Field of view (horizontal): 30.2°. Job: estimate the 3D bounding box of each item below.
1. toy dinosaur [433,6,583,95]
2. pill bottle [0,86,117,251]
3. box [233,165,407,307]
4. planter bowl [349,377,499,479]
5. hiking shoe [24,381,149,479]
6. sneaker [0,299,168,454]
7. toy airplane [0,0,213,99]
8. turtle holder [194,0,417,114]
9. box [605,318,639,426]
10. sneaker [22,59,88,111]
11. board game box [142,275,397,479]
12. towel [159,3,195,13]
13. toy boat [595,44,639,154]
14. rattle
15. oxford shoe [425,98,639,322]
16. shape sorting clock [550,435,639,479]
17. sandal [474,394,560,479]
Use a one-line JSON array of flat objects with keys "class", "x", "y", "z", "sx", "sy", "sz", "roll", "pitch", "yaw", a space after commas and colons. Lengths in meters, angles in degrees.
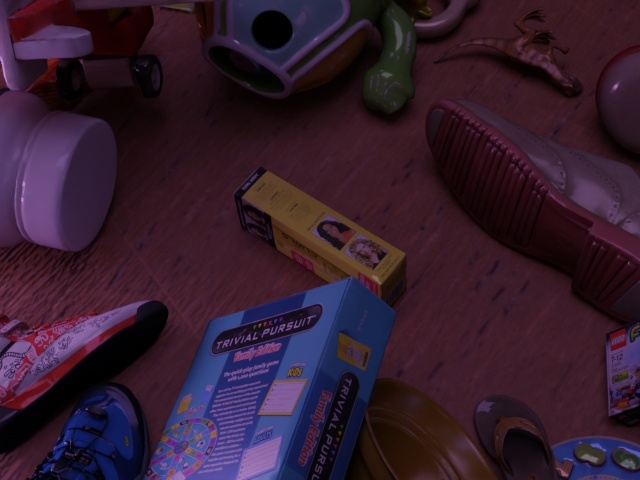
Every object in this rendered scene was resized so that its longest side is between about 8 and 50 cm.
[{"class": "toy dinosaur", "x": 0.279, "y": -0.274, "z": 1.674, "sx": 0.212, "sy": 0.064, "sz": 0.112, "roll": 23, "pitch": 61, "yaw": 18}, {"class": "pill bottle", "x": -0.459, "y": -0.104, "z": 1.507, "sx": 0.361, "sy": 0.204, "sz": 0.204, "roll": 13, "pitch": 57, "yaw": 11}, {"class": "box", "x": 0.000, "y": 0.000, "z": 1.486, "sx": 0.232, "sy": 0.087, "sz": 0.058, "roll": 32, "pitch": 65, "yaw": 21}, {"class": "planter bowl", "x": 0.097, "y": 0.260, "z": 1.270, "sx": 0.090, "sy": 0.217, "sz": 0.217, "roll": -45, "pitch": 56, "yaw": 21}, {"class": "hiking shoe", "x": -0.266, "y": 0.277, "z": 1.277, "sx": 0.113, "sy": 0.132, "sz": 0.304, "roll": 10, "pitch": 56, "yaw": 9}, {"class": "sneaker", "x": -0.326, "y": 0.120, "z": 1.414, "sx": 0.270, "sy": 0.090, "sz": 0.145, "roll": -37, "pitch": 64, "yaw": -18}, {"class": "toy airplane", "x": -0.318, "y": -0.314, "z": 1.452, "sx": 0.386, "sy": 0.272, "sz": 0.384, "roll": -3, "pitch": 6, "yaw": -32}, {"class": "turtle holder", "x": -0.029, "y": -0.305, "z": 1.635, "sx": 0.243, "sy": 0.320, "sz": 0.227, "roll": 5, "pitch": 63, "yaw": 50}, {"class": "box", "x": 0.412, "y": 0.124, "z": 1.323, "sx": 0.036, "sy": 0.207, "sz": 0.114, "roll": 28, "pitch": 50, "yaw": -28}, {"class": "sneaker", "x": -0.373, "y": -0.227, "z": 1.685, "sx": 0.067, "sy": 0.064, "sz": 0.175, "roll": 24, "pitch": 51, "yaw": 36}, {"class": "board game box", "x": -0.074, "y": 0.218, "z": 1.252, "sx": 0.254, "sy": 0.079, "sz": 0.336, "roll": -19, "pitch": 40, "yaw": 46}, {"class": "towel", "x": -0.207, "y": -0.381, "z": 1.805, "sx": 0.060, "sy": 0.009, "sz": 0.083, "roll": 11, "pitch": 57, "yaw": 9}, {"class": "toy boat", "x": 0.484, "y": -0.202, "z": 1.588, "sx": 0.231, "sy": 0.150, "sz": 0.151, "roll": -2, "pitch": 25, "yaw": 1}, {"class": "rattle", "x": 0.178, "y": -0.389, "z": 1.719, "sx": 0.200, "sy": 0.142, "sz": 0.130, "roll": -24, "pitch": 39, "yaw": -6}, {"class": "oxford shoe", "x": 0.304, "y": -0.058, "z": 1.495, "sx": 0.397, "sy": 0.140, "sz": 0.146, "roll": 43, "pitch": 57, "yaw": 18}, {"class": "shape sorting clock", "x": 0.307, "y": 0.304, "z": 1.285, "sx": 0.206, "sy": 0.040, "sz": 0.206, "roll": -1, "pitch": 55, "yaw": 2}, {"class": "sandal", "x": 0.221, "y": 0.233, "z": 1.313, "sx": 0.072, "sy": 0.049, "sz": 0.180, "roll": -22, "pitch": 40, "yaw": 3}]
